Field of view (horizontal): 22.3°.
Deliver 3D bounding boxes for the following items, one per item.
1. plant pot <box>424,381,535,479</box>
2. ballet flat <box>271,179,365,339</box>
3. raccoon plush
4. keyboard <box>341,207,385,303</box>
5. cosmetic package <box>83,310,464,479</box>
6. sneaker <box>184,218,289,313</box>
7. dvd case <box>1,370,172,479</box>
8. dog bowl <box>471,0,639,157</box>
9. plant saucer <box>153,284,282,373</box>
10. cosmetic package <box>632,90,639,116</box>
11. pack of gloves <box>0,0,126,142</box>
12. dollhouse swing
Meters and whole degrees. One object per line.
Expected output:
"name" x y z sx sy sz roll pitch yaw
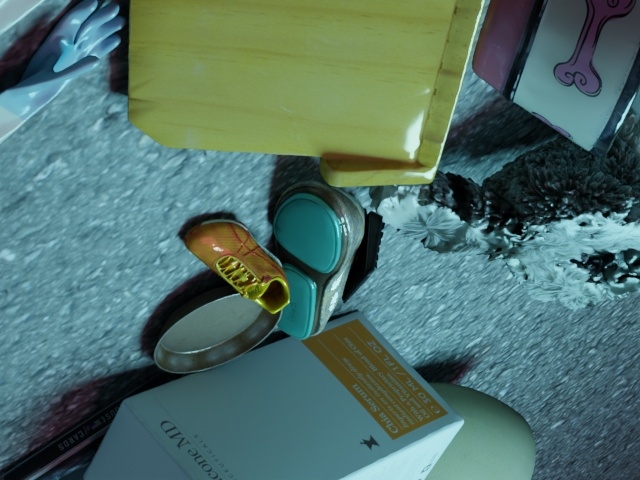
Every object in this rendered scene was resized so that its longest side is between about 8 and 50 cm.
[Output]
"plant pot" 0.170 0.333 2.563 0.284 0.284 0.191 -43 119 10
"ballet flat" 0.000 0.000 1.930 0.106 0.107 0.316 -48 168 -30
"raccoon plush" 0.284 -0.116 2.084 0.446 0.299 0.216 24 137 -28
"keyboard" 0.052 0.010 1.982 0.023 0.108 0.180 6 166 -8
"cosmetic package" -0.051 0.269 2.099 0.453 0.230 0.161 -19 147 -47
"sneaker" -0.088 0.028 1.846 0.064 0.067 0.175 -38 138 18
"dvd case" -0.281 0.272 2.076 0.239 0.029 0.179 -32 156 -12
"dog bowl" 0.267 -0.291 1.511 0.408 0.150 0.408 20 90 -85
"plant saucer" -0.128 0.103 1.967 0.168 0.029 0.168 -20 151 -12
"cosmetic package" 0.456 -0.226 1.908 0.097 0.284 0.377 -35 156 -11
"pack of gloves" -0.270 -0.137 1.367 0.232 0.046 0.195 -41 156 5
"dollhouse swing" 0.008 -0.256 1.520 0.347 0.305 0.315 100 6 -55
